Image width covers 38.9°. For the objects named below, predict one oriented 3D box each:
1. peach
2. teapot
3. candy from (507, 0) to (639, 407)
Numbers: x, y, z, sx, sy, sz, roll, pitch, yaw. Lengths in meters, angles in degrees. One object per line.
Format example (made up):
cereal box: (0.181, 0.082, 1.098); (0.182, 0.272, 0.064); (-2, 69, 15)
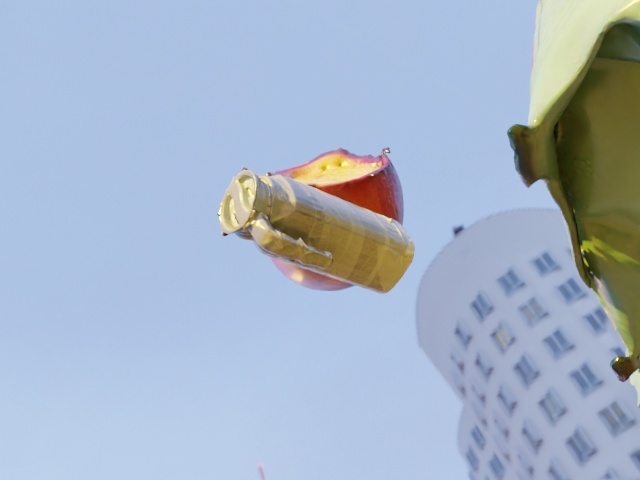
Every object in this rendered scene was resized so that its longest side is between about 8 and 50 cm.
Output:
peach: (0.013, -0.042, 1.162); (0.189, 0.196, 0.226); (17, -33, -2)
teapot: (0.000, 0.000, 0.912); (0.200, 0.107, 0.077); (20, -63, -32)
candy: (0.233, -0.083, 0.630); (0.172, 0.263, 0.398); (6, -39, 17)
